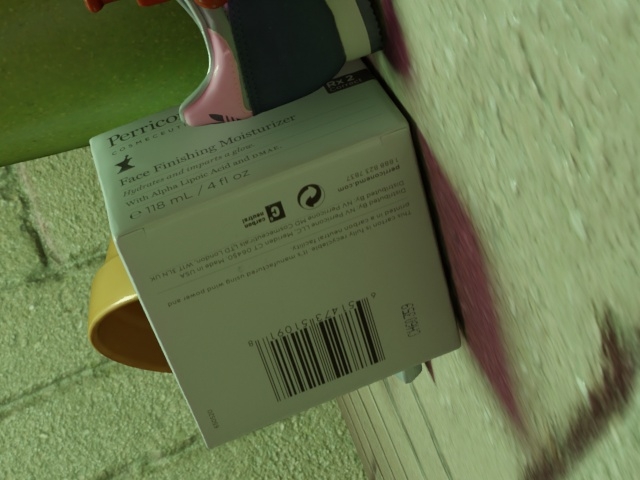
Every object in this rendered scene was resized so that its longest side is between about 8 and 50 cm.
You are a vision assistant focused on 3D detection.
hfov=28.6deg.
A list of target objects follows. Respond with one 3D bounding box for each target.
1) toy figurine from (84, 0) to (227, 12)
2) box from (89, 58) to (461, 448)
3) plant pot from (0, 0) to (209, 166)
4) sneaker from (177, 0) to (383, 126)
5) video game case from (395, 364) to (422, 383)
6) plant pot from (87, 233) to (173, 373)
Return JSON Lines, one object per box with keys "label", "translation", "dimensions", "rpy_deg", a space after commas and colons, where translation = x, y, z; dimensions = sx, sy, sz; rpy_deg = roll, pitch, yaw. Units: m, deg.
{"label": "toy figurine", "translation": [-0.060, -0.210, 0.536], "dimensions": [0.213, 0.148, 0.210], "rpy_deg": [-141, 36, -85]}
{"label": "box", "translation": [-0.026, 0.003, 0.787], "dimensions": [0.119, 0.180, 0.182], "rpy_deg": [-119, 8, -53]}
{"label": "plant pot", "translation": [-0.141, -0.176, 0.868], "dimensions": [0.276, 0.253, 0.276], "rpy_deg": [158, 90, -85]}
{"label": "sneaker", "translation": [-0.099, -0.211, 0.689], "dimensions": [0.319, 0.131, 0.112], "rpy_deg": [57, 180, 2]}
{"label": "video game case", "translation": [0.000, 0.000, 1.013], "dimensions": [0.193, 0.023, 0.212], "rpy_deg": [38, 157, 33]}
{"label": "plant pot", "translation": [-0.112, 0.009, 1.388], "dimensions": [0.291, 0.290, 0.204], "rpy_deg": [79, -175, -66]}
